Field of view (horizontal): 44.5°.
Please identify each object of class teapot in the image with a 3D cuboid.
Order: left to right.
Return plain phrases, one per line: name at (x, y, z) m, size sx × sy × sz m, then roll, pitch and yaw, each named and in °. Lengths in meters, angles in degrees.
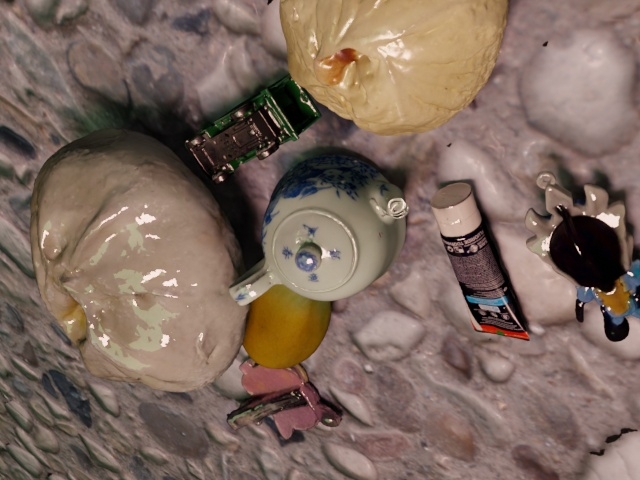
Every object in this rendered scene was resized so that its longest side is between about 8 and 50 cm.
teapot at (0.000, 0.000, 0.829) m, size 0.232 × 0.159 × 0.159 m, roll -30°, pitch 102°, yaw 23°

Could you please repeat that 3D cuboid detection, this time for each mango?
mango at (-0.045, 0.085, 0.991) m, size 0.130 × 0.092 × 0.195 m, roll 49°, pitch 140°, yaw 11°

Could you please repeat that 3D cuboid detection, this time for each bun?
bun at (-0.241, 0.033, 0.964) m, size 0.354 × 0.194 × 0.354 m, roll 31°, pitch 136°, yaw 34°
bun at (0.045, -0.184, 0.687) m, size 0.220 × 0.134 × 0.220 m, roll 21°, pitch 137°, yaw 22°

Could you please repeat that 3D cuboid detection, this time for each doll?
doll at (0.254, 0.013, 0.731) m, size 0.096 × 0.070 × 0.195 m, roll -26°, pitch 112°, yaw 30°

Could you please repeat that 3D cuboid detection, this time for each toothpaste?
toothpaste at (0.165, 0.031, 0.833) m, size 0.071 × 0.045 × 0.193 m, roll 4°, pitch 131°, yaw 45°

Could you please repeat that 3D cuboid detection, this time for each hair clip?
hair clip at (-0.068, 0.237, 1.167) m, size 0.187 × 0.056 × 0.146 m, roll -32°, pitch 99°, yaw 38°

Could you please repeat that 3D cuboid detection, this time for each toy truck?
toy truck at (-0.082, -0.121, 0.872) m, size 0.147 × 0.079 × 0.065 m, roll -20°, pitch 109°, yaw 44°
